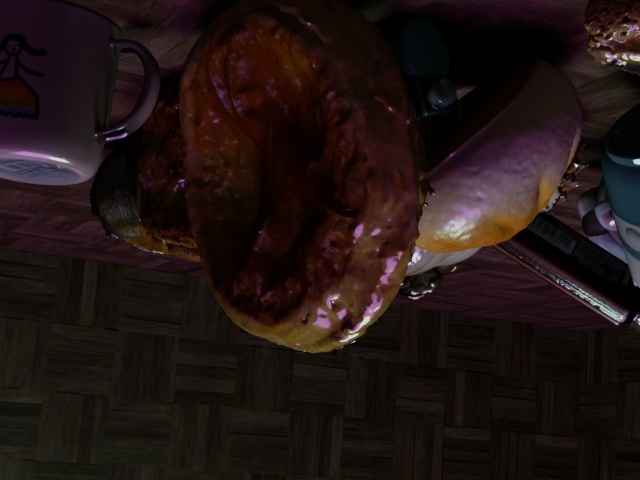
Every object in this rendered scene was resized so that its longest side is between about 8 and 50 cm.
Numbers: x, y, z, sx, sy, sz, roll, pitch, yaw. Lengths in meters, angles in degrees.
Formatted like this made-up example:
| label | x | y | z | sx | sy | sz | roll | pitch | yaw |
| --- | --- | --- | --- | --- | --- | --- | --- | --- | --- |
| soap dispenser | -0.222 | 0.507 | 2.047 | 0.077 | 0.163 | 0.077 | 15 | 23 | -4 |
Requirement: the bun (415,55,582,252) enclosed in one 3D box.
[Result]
| label | x | y | z | sx | sy | sz | roll | pitch | yaw |
| --- | --- | --- | --- | --- | --- | --- | --- | --- | --- |
| bun | 0.223 | -0.092 | 1.409 | 0.165 | 0.299 | 0.299 | 49 | 154 | -12 |

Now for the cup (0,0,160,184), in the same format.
| label | x | y | z | sx | sy | sz | roll | pitch | yaw |
| --- | --- | --- | --- | --- | --- | --- | --- | --- | --- |
| cup | -0.333 | -0.183 | 1.403 | 0.253 | 0.200 | 0.191 | 2 | 168 | 9 |

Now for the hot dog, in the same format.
| label | x | y | z | sx | sy | sz | roll | pitch | yaw |
| --- | --- | --- | --- | --- | --- | --- | --- | --- | --- |
| hot dog | -0.131 | -0.106 | 1.594 | 0.388 | 0.266 | 0.174 | -1 | -175 | 36 |

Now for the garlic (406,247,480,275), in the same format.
| label | x | y | z | sx | sy | sz | roll | pitch | yaw |
| --- | --- | --- | --- | --- | --- | --- | --- | --- | --- |
| garlic | 0.113 | -0.072 | 1.714 | 0.322 | 0.322 | 0.241 | 16 | 131 | -45 |

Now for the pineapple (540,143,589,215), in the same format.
| label | x | y | z | sx | sy | sz | roll | pitch | yaw |
| --- | --- | --- | --- | --- | --- | --- | --- | --- | --- |
| pineapple | 0.335 | -0.138 | 1.653 | 0.161 | 0.137 | 0.176 | 53 | 149 | -11 |

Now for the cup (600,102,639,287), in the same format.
| label | x | y | z | sx | sy | sz | roll | pitch | yaw |
| --- | --- | --- | --- | --- | --- | --- | --- | --- | --- |
| cup | 0.525 | -0.080 | 1.461 | 0.219 | 0.290 | 0.257 | 34 | 155 | 56 |

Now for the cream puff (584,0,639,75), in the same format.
| label | x | y | z | sx | sy | sz | roll | pitch | yaw |
| --- | --- | --- | --- | --- | --- | --- | --- | --- | --- |
| cream puff | 0.339 | -0.235 | 1.131 | 0.133 | 0.119 | 0.104 | -6 | 149 | -9 |

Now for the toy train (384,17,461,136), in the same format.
| label | x | y | z | sx | sy | sz | roll | pitch | yaw |
| --- | --- | --- | --- | --- | --- | --- | --- | --- | --- |
| toy train | 0.079 | -0.180 | 1.386 | 0.101 | 0.159 | 0.248 | -6 | 167 | -33 |

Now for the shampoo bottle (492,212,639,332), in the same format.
| label | x | y | z | sx | sy | sz | roll | pitch | yaw |
| --- | --- | --- | --- | --- | --- | --- | --- | --- | --- |
| shampoo bottle | 0.421 | 0.049 | 1.728 | 0.323 | 0.084 | 0.129 | 33 | -148 | 4 |

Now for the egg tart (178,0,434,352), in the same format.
| label | x | y | z | sx | sy | sz | roll | pitch | yaw |
| --- | --- | --- | --- | --- | --- | --- | --- | --- | --- |
| egg tart | -0.008 | -0.086 | 1.284 | 0.178 | 0.443 | 0.443 | -7 | 178 | -38 |

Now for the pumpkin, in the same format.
| label | x | y | z | sx | sy | sz | roll | pitch | yaw |
| --- | --- | --- | --- | --- | --- | --- | --- | --- | --- |
| pumpkin | -0.247 | -0.080 | 1.920 | 0.321 | 0.192 | 0.320 | 5 | 167 | 1 |

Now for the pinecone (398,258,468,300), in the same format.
| label | x | y | z | sx | sy | sz | roll | pitch | yaw |
| --- | --- | --- | --- | --- | --- | --- | --- | --- | --- |
| pinecone | 0.175 | -0.003 | 2.081 | 0.244 | 0.243 | 0.309 | -1 | 178 | 23 |

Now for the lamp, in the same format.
| label | x | y | z | sx | sy | sz | roll | pitch | yaw |
| --- | --- | --- | --- | --- | --- | --- | --- | --- | --- |
| lamp | 0.542 | -0.033 | 1.744 | 0.247 | 0.247 | 0.301 | -16 | 169 | -2 |
